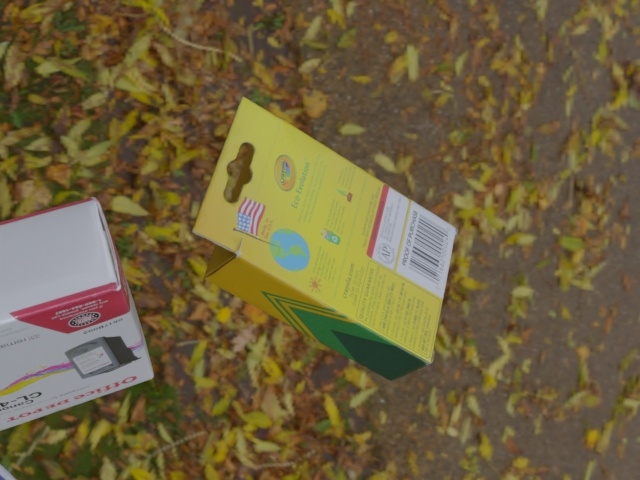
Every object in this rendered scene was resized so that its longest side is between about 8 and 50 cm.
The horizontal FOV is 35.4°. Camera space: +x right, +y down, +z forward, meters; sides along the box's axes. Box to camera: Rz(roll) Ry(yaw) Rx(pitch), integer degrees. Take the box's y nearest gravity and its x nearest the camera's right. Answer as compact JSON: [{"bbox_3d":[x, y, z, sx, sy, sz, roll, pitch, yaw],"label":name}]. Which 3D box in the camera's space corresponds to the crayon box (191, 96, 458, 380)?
[{"bbox_3d":[0.000,0.000,1.154,0.318,0.081,0.202,31,53,-20],"label":"crayon box"}]

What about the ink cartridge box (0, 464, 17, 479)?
[{"bbox_3d":[-0.213,0.052,0.254,0.223,0.224,0.045,70,19,-50],"label":"ink cartridge box"}]

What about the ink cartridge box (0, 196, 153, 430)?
[{"bbox_3d":[-0.335,0.097,1.203,0.226,0.306,0.131,-18,64,-10],"label":"ink cartridge box"}]
